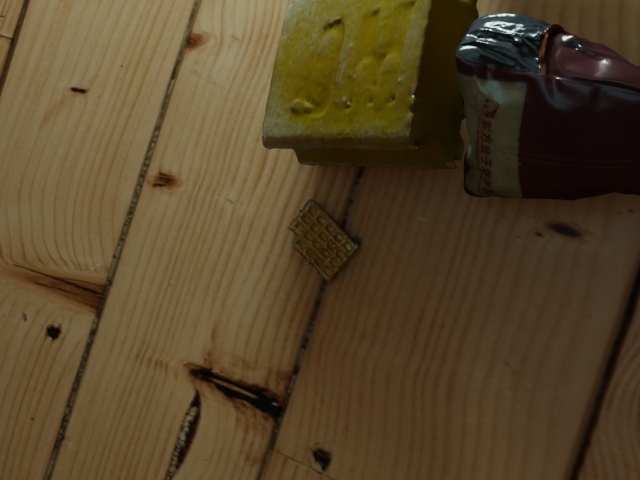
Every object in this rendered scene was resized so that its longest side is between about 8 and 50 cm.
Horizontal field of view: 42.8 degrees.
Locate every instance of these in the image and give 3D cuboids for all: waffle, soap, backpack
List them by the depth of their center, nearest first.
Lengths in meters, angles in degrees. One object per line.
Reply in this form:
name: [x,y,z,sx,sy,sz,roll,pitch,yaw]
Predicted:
backpack: [0.358,-0.177,1.161,0.317,0.283,0.197,11,53,24]
soap: [0.082,-0.271,1.339,0.335,0.156,0.294,7,85,43]
waffle: [0.000,0.000,1.452,0.135,0.021,0.092,44,104,26]
